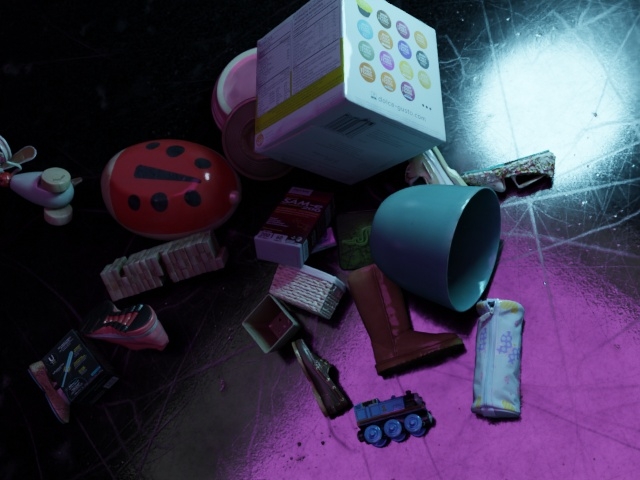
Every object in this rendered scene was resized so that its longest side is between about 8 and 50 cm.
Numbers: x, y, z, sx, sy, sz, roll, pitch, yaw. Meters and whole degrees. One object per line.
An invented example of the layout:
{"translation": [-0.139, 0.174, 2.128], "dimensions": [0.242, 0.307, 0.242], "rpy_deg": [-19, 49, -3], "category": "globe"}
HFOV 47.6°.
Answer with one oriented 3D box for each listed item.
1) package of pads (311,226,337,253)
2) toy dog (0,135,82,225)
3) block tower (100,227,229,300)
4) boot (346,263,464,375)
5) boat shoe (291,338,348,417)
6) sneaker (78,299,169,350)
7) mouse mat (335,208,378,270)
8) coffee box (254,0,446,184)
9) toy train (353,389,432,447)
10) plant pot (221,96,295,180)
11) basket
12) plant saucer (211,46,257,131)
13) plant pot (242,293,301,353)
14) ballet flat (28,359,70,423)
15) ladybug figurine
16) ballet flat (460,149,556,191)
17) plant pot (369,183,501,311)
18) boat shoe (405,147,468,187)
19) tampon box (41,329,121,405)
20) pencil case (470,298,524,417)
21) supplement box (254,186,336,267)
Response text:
{"translation": [0.000, 0.000, 1.941], "dimensions": [0.083, 0.032, 0.050], "rpy_deg": [-19, 68, 9], "category": "package of pads"}
{"translation": [-0.861, -0.191, 2.189], "dimensions": [0.333, 0.161, 0.220], "rpy_deg": [38, 126, -3], "category": "toy dog"}
{"translation": [-0.426, 0.064, 1.992], "dimensions": [0.335, 0.091, 0.097], "rpy_deg": [-16, 112, 9], "category": "block tower"}
{"translation": [0.203, 0.173, 1.789], "dimensions": [0.236, 0.089, 0.270], "rpy_deg": [-18, 65, 9], "category": "boot"}
{"translation": [-0.001, 0.332, 1.803], "dimensions": [0.073, 0.073, 0.207], "rpy_deg": [-29, 72, 3], "category": "boat shoe"}
{"translation": [-0.534, 0.251, 1.966], "dimensions": [0.313, 0.136, 0.116], "rpy_deg": [0, 46, 40], "category": "sneaker"}
{"translation": [0.133, -0.004, 1.887], "dimensions": [0.189, 0.007, 0.153], "rpy_deg": [-6, 87, 18], "category": "mouse mat"}
{"translation": [0.068, -0.381, 1.828], "dimensions": [0.338, 0.337, 0.335], "rpy_deg": [-22, 61, 45], "category": "coffee box"}
{"translation": [0.169, 0.420, 1.716], "dimensions": [0.184, 0.080, 0.105], "rpy_deg": [-18, 61, 10], "category": "toy train"}
{"translation": [-0.158, -0.281, 1.991], "dimensions": [0.237, 0.110, 0.238], "rpy_deg": [0, 96, 1], "category": "plant pot"}
{"translation": [-0.035, 0.124, 1.865], "dimensions": [0.167, 0.113, 0.103], "rpy_deg": [21, 82, 23], "category": "basket"}
{"translation": [-0.173, -0.437, 2.123], "dimensions": [0.331, 0.084, 0.332], "rpy_deg": [-5, 70, 14], "category": "plant saucer"}
{"translation": [-0.112, 0.216, 1.854], "dimensions": [0.109, 0.096, 0.109], "rpy_deg": [-48, 64, 11], "category": "plant pot"}
{"translation": [-0.729, 0.405, 1.991], "dimensions": [0.067, 0.073, 0.206], "rpy_deg": [-36, 68, -15], "category": "ballet flat"}
{"translation": [-0.436, -0.158, 2.055], "dimensions": [0.449, 0.162, 0.305], "rpy_deg": [5, 72, 18], "category": "ladybug figurine"}
{"translation": [0.479, -0.165, 1.837], "dimensions": [0.240, 0.091, 0.077], "rpy_deg": [-14, 90, 15], "category": "ballet flat"}
{"translation": [0.260, -0.001, 1.718], "dimensions": [0.235, 0.293, 0.293], "rpy_deg": [14, 75, 34], "category": "plant pot"}
{"translation": [0.269, -0.182, 1.884], "dimensions": [0.103, 0.113, 0.302], "rpy_deg": [-35, 66, -4], "category": "boat shoe"}
{"translation": [-0.648, 0.346, 1.967], "dimensions": [0.120, 0.101, 0.161], "rpy_deg": [-45, 64, -3], "category": "tampon box"}
{"translation": [0.409, 0.272, 1.673], "dimensions": [0.113, 0.124, 0.273], "rpy_deg": [2, 72, 17], "category": "pencil case"}
{"translation": [-0.062, -0.040, 1.890], "dimensions": [0.130, 0.073, 0.239], "rpy_deg": [11, 41, 19], "category": "supplement box"}
